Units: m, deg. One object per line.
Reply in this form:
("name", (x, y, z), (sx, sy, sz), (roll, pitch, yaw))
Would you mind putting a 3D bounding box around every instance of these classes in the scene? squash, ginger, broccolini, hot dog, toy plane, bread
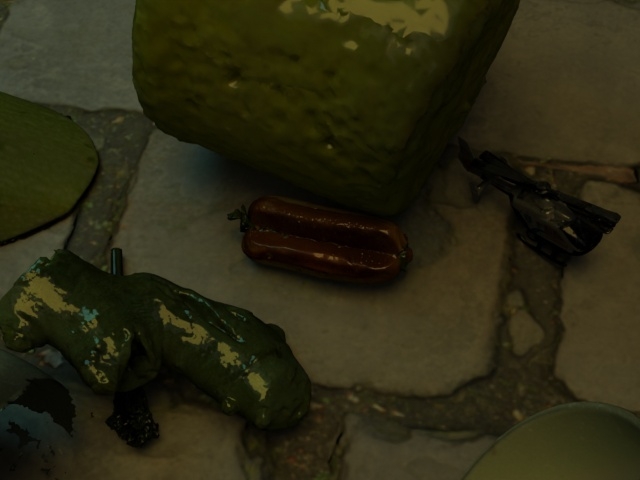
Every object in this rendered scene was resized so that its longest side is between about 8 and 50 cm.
("squash", (-0.373, -0.064, 1.068), (0.204, 0.155, 0.237), (-13, 52, 42))
("ginger", (-0.147, 0.094, 0.885), (0.289, 0.089, 0.137), (17, 25, -12))
("broccolini", (-0.184, 0.098, 0.946), (0.042, 0.044, 0.218), (-19, 53, 12))
("hot dog", (0.000, 0.000, 0.970), (0.188, 0.055, 0.072), (13, 90, 18))
("toy plane", (0.209, -0.039, 0.965), (0.053, 0.078, 0.197), (-40, 52, -15))
("bread", (0.019, -0.215, 0.940), (0.307, 0.348, 0.348), (25, 64, 13))

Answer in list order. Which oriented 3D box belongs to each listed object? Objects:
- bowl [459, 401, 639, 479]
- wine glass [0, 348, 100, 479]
("bowl", (0.198, 0.269, 0.698), (0.145, 0.277, 0.277), (33, 60, -21))
("wine glass", (-0.389, 0.147, 0.844), (0.356, 0.190, 0.190), (20, 63, 15))
